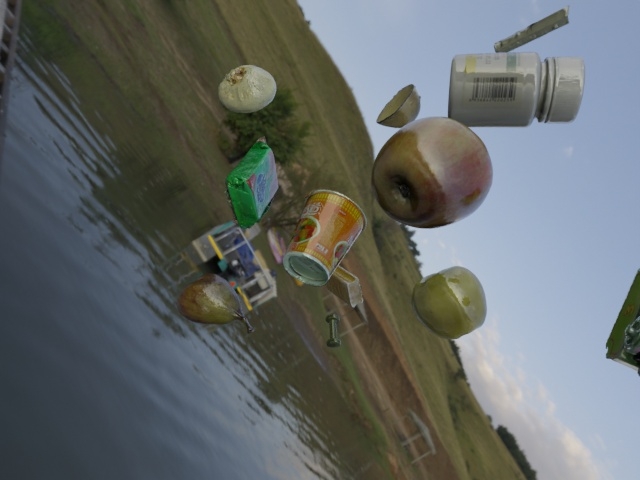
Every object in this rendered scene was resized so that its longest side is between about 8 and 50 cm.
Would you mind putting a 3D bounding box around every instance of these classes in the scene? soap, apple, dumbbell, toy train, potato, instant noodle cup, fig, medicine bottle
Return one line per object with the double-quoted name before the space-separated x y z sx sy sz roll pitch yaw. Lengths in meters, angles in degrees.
"soap" 0.089 0.190 2.089 0.232 0.073 0.140 31 -40 51
"apple" 0.455 0.214 1.638 0.262 0.262 0.262 60 -3 5
"apple" 0.241 -0.140 1.030 0.257 0.234 0.256 24 -45 27
"dumbbell" 0.044 0.319 1.641 0.046 0.052 0.117 70 14 -50
"toy train" 0.803 0.191 1.085 0.174 0.307 0.249 25 -6 16
"potato" 0.341 -0.531 1.917 0.117 0.202 0.182 38 -2 -22
"instant noodle cup" 0.000 0.000 1.086 0.169 0.185 0.168 18 -36 14
"soap" -0.223 -0.190 1.534 0.273 0.098 0.217 -71 153 -55
"fig" -0.305 0.202 1.414 0.274 0.170 0.145 25 -60 24
"medicine bottle" 0.544 -0.426 1.325 0.208 0.340 0.208 4 90 -74

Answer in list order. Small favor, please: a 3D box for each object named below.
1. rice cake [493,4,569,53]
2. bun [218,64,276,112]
"rice cake" 0.718 -0.707 1.584 0.256 0.052 0.057 -16 -91 43
"bun" -0.272 -0.562 1.681 0.222 0.222 0.127 58 -12 37
